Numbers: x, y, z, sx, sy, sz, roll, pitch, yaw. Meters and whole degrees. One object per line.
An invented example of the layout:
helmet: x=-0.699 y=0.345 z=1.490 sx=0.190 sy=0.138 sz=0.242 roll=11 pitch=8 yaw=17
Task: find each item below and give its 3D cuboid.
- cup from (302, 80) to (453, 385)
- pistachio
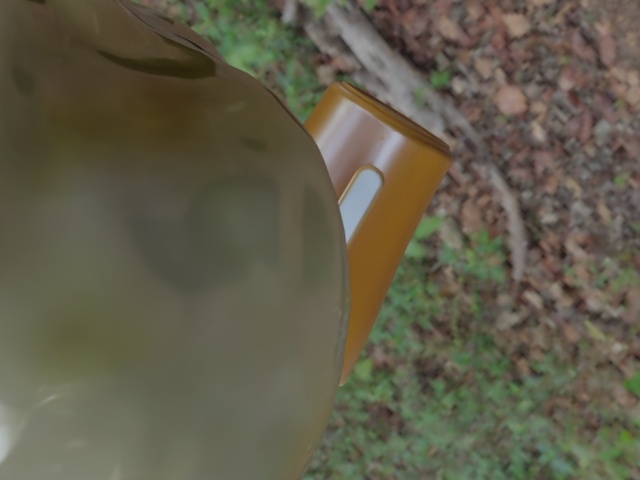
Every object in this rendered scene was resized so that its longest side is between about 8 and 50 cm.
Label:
cup: x=0.000 y=0.000 z=1.212 sx=0.182 sy=0.264 sz=0.226 roll=31 pitch=-171 yaw=-6
pistachio: x=-0.208 y=0.022 z=0.540 sx=0.281 sy=0.445 sz=0.365 roll=-44 pitch=-56 yaw=-77
